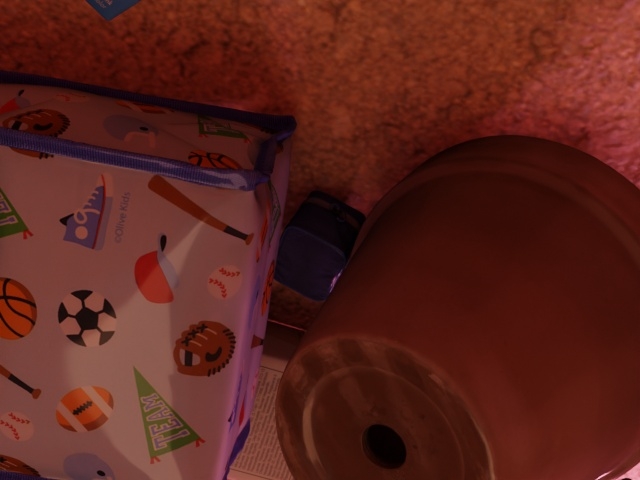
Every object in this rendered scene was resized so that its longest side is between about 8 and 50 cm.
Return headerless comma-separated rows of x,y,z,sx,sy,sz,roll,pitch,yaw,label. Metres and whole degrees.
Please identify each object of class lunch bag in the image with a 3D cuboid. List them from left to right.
-0.242,0.034,1.088,0.385,0.239,0.328,12,108,4,lunch bag
0.000,0.000,1.201,0.067,0.065,0.098,29,138,2,lunch bag

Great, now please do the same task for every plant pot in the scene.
0.115,0.108,1.042,0.323,0.280,0.323,14,118,29,plant pot

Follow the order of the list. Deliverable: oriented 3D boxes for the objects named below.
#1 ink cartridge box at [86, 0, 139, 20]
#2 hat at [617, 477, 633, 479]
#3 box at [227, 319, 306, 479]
-0.076,-0.260,0.861,0.231,0.134,0.078,-23,129,32,ink cartridge box
0.202,0.314,1.435,0.134,0.331,0.331,56,133,9,hat
-0.132,0.144,1.306,0.311,0.121,0.148,18,103,-9,box
